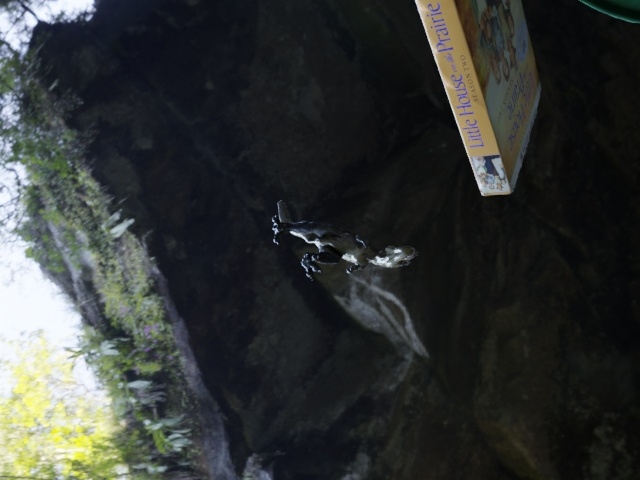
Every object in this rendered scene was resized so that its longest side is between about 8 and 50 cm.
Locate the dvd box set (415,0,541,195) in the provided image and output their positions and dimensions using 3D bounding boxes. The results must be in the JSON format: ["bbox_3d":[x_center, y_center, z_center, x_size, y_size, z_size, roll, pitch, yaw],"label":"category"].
[{"bbox_3d":[0.267,-0.327,1.075,0.420,0.062,0.307,61,-138,-37],"label":"dvd box set"}]

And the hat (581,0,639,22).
[{"bbox_3d":[0.141,-0.146,0.252,0.208,0.173,0.183,36,-138,-10],"label":"hat"}]

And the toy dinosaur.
[{"bbox_3d":[0.000,0.000,0.915,0.118,0.268,0.064,-12,-62,-48],"label":"toy dinosaur"}]
